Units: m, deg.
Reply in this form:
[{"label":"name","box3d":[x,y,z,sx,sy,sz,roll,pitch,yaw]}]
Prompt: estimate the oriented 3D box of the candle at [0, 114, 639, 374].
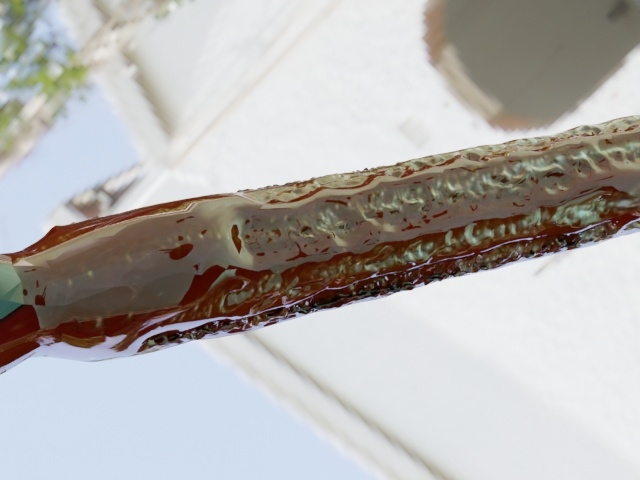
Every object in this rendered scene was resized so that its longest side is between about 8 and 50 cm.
[{"label":"candle","box3d":[0.000,0.000,0.631,0.329,0.051,0.048,-12,-73,-27]}]
